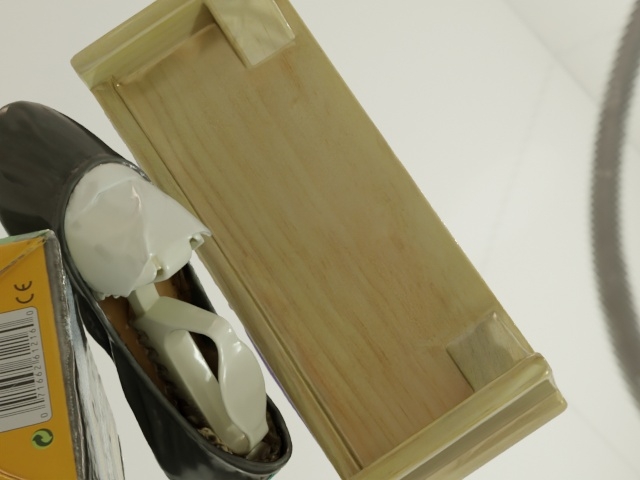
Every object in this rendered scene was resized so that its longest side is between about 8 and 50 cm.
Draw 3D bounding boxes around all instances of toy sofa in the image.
[{"bbox_3d":[0.000,0.000,1.311,0.150,0.362,0.177,-34,166,0],"label":"toy sofa"}]

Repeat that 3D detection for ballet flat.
[{"bbox_3d":[-0.095,0.032,1.179,0.096,0.280,0.095,-8,-150,46],"label":"ballet flat"}]

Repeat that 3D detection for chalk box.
[{"bbox_3d":[-0.203,0.158,1.133,0.179,0.289,0.180,-11,-126,-3],"label":"chalk box"}]
